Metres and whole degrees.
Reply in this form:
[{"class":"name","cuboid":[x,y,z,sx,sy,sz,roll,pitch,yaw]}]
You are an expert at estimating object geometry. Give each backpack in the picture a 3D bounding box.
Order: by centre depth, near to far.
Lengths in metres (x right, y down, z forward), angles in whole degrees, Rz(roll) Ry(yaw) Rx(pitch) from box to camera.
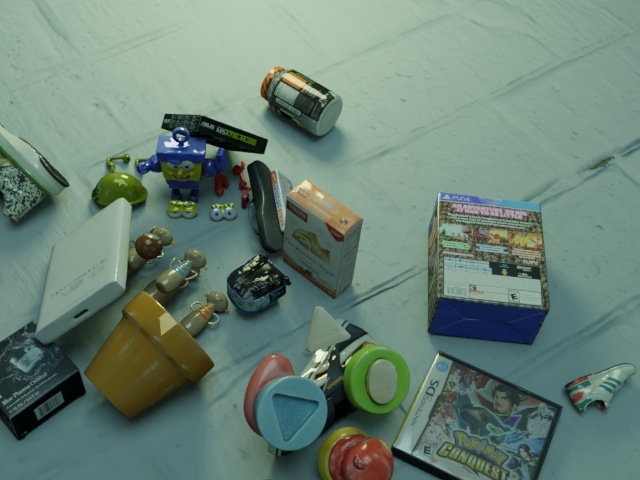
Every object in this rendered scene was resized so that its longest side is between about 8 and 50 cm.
[{"class":"backpack","cuboid":[-0.140,0.101,1.890,0.114,0.084,0.105,-30,60,-31]}]

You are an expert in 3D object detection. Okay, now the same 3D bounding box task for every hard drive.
[{"class":"hard drive","cuboid":[-0.474,0.054,1.801,0.203,0.040,0.307,-33,32,12]}]

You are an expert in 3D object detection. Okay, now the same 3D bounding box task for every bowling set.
[{"class":"bowling set","cuboid":[-0.308,0.044,1.853,0.287,0.199,0.154,35,51,15]}]

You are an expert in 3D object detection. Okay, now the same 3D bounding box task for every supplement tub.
[{"class":"supplement tub","cuboid":[-0.050,-0.352,2.230,0.190,0.117,0.117,34,57,20]}]

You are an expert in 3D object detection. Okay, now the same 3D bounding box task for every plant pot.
[{"class":"plant pot","cuboid":[-0.342,0.233,1.714,0.205,0.205,0.188,40,75,23]}]

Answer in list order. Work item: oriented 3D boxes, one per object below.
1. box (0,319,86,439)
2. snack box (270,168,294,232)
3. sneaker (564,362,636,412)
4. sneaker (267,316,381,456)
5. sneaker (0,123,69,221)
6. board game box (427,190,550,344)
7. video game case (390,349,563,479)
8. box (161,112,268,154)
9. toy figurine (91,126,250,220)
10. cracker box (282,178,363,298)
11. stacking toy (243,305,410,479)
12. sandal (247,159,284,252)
[{"class":"box","cuboid":[-0.567,0.267,1.718,0.156,0.093,0.158,-37,62,-28]},{"class":"snack box","cuboid":[-0.077,-0.082,2.053,0.022,0.064,0.178,-31,50,23]},{"class":"sneaker","cuboid":[0.583,0.305,1.827,0.161,0.057,0.075,-14,72,-17]},{"class":"sneaker","cuboid":[0.020,0.295,1.730,0.128,0.126,0.321,26,56,12]},{"class":"sneaker","cuboid":[-0.774,-0.180,2.027,0.410,0.158,0.182,31,73,24]},{"class":"board game box","cuboid":[0.356,0.057,1.935,0.232,0.141,0.291,7,52,0]},{"class":"video game case","cuboid":[0.309,0.372,1.754,0.275,0.035,0.248,23,54,13]},{"class":"box","cuboid":[-0.246,-0.247,2.060,0.184,0.191,0.045,19,87,-35]},{"class":"toy figurine","cuboid":[-0.337,-0.191,2.015,0.363,0.217,0.191,4,52,-3]},{"class":"cracker box","cuboid":[0.000,0.000,1.888,0.156,0.232,0.067,36,57,21]},{"class":"stacking toy","cuboid":[0.041,0.292,1.603,0.309,0.130,0.279,35,78,-18]},{"class":"sandal","cuboid":[-0.128,-0.069,2.035,0.054,0.097,0.254,-31,48,23]}]
